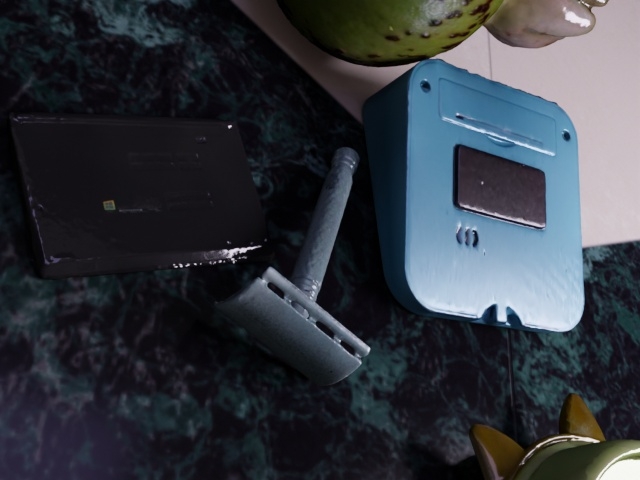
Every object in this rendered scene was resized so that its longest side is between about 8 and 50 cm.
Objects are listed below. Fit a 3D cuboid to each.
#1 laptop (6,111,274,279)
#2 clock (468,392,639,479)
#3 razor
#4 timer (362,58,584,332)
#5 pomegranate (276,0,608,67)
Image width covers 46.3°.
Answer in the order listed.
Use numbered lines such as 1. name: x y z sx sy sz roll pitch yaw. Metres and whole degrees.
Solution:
1. laptop: -0.132 -0.039 0.582 0.197 0.016 0.135 -6 69 -36
2. clock: 0.239 0.290 0.574 0.286 0.117 0.348 -6 67 -37
3. razor: 0.000 0.000 0.625 0.106 0.068 0.232 42 39 -20
4. timer: 0.155 -0.034 0.756 0.232 0.091 0.250 13 69 -29
5. pomegranate: 0.121 -0.285 0.726 0.341 0.285 0.285 24 53 -21
